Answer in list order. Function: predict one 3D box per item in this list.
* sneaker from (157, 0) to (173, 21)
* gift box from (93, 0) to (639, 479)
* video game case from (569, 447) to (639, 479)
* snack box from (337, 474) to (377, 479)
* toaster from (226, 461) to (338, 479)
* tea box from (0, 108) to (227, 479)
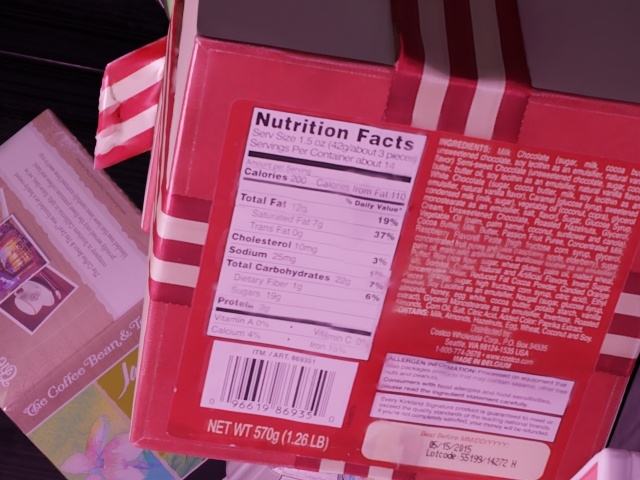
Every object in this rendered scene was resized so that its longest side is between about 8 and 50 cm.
[{"bbox_3d":[-0.065,-0.234,1.728,0.202,0.185,0.483,59,177,11],"label":"sneaker"},{"bbox_3d":[0.021,-0.037,0.931,0.258,0.255,0.276,-91,16,-54],"label":"gift box"},{"bbox_3d":[0.092,0.252,0.823,0.204,0.025,0.285,112,167,-66],"label":"video game case"},{"bbox_3d":[0.054,0.134,1.213,0.207,0.070,0.174,111,168,-71],"label":"snack box"},{"bbox_3d":[0.008,0.104,1.475,0.146,0.129,0.227,130,152,-72],"label":"toaster"},{"bbox_3d":[-0.211,0.103,1.918,0.329,0.220,0.323,45,173,47],"label":"tea box"}]
